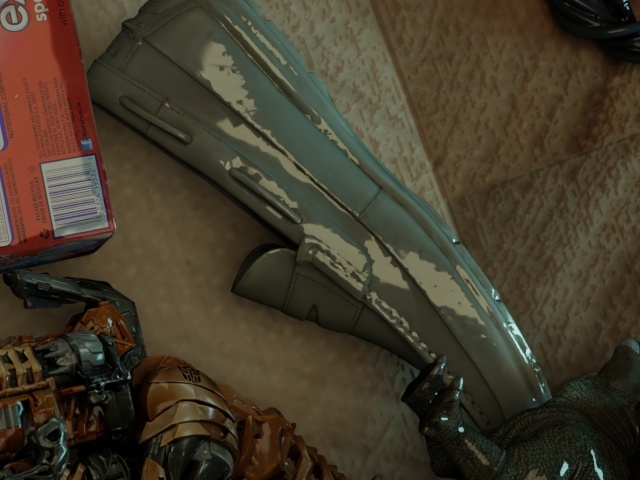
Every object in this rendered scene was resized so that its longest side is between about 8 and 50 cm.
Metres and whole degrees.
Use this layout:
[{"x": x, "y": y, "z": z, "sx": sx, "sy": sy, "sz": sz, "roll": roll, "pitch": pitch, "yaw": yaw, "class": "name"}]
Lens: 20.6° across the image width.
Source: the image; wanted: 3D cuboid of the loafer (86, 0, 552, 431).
[{"x": 0.000, "y": 0.000, "z": 0.966, "sx": 0.111, "sy": 0.112, "sz": 0.319, "roll": -42, "pitch": 89, "yaw": -5, "class": "loafer"}]

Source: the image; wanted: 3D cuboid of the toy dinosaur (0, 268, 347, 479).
[{"x": -0.098, "y": 0.130, "z": 0.905, "sx": 0.322, "sy": 0.164, "sz": 0.218, "roll": 8, "pitch": 73, "yaw": -10, "class": "toy dinosaur"}]

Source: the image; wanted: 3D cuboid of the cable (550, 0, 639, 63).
[{"x": 0.222, "y": -0.172, "z": 1.057, "sx": 0.184, "sy": 0.047, "sz": 0.150, "roll": 22, "pitch": 81, "yaw": -10, "class": "cable"}]

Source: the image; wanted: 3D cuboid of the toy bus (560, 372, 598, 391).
[{"x": 0.272, "y": 0.125, "z": 1.007, "sx": 0.191, "sy": 0.202, "sz": 0.104, "roll": -30, "pitch": 126, "yaw": -16, "class": "toy bus"}]

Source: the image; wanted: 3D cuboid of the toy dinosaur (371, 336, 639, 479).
[{"x": 0.084, "y": 0.161, "z": 0.865, "sx": 0.160, "sy": 0.121, "sz": 0.313, "roll": 36, "pitch": 78, "yaw": -6, "class": "toy dinosaur"}]

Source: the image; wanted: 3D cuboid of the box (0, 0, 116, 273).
[{"x": -0.197, "y": -0.109, "z": 0.918, "sx": 0.128, "sy": 0.122, "sz": 0.257, "roll": -12, "pitch": 87, "yaw": -14, "class": "box"}]
